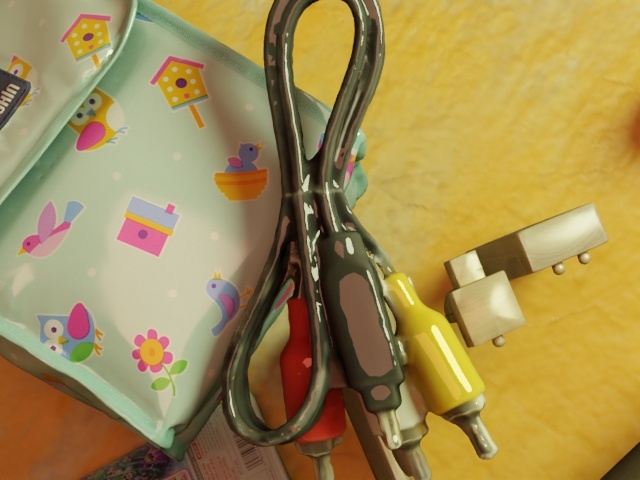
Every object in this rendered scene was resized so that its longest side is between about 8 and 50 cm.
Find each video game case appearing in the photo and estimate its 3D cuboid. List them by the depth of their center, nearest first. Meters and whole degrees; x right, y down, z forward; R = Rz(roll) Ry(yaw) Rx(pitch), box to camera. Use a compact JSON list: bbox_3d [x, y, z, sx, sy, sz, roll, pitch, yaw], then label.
[{"bbox_3d":[-0.079,0.181,1.087,0.143,0.019,0.157,-28,49,2],"label":"video game case"}]

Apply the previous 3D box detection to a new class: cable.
[{"bbox_3d":[0.000,0.000,0.999,0.139,0.072,0.287,-13,84,8],"label":"cable"}]

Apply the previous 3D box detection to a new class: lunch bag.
[{"bbox_3d":[-0.134,-0.031,1.077,0.262,0.160,0.223,34,81,6],"label":"lunch bag"}]

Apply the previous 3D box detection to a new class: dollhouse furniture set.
[{"bbox_3d":[0.096,0.069,1.076,0.151,0.144,0.123,-22,89,-13],"label":"dollhouse furniture set"}]

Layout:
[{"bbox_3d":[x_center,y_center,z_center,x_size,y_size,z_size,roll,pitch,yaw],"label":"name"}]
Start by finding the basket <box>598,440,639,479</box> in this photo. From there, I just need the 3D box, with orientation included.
[{"bbox_3d":[0.261,0.157,1.043,0.204,0.154,0.227,38,85,8],"label":"basket"}]
